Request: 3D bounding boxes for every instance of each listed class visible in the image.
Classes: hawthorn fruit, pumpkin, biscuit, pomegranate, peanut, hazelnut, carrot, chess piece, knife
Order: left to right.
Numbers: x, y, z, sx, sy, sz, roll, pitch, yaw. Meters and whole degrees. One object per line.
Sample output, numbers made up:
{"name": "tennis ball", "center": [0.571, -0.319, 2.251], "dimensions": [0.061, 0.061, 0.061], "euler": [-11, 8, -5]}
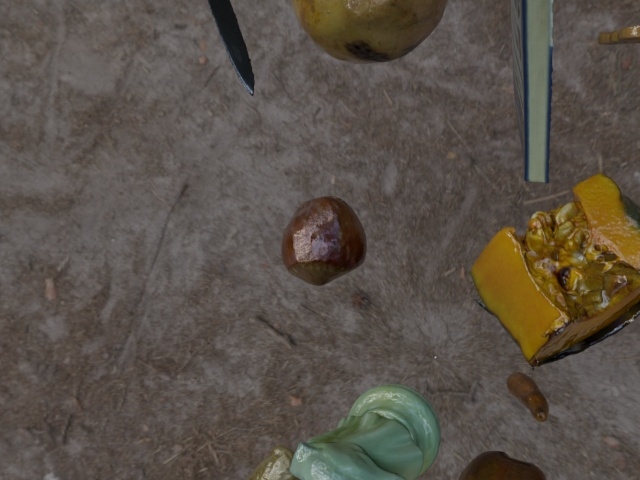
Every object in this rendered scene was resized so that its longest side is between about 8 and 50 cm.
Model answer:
{"name": "knife", "center": [-0.072, -0.166, 0.445], "dimensions": [0.010, 0.023, 0.170], "euler": [-46, 55, 42]}
{"name": "peanut", "center": [-0.110, 0.484, 1.241], "dimensions": [0.099, 0.099, 0.214], "euler": [39, 109, 14]}
{"name": "hazelnut", "center": [0.000, 0.000, 1.014], "dimensions": [0.143, 0.154, 0.143], "euler": [6, 75, -25]}
{"name": "pomegranate", "center": [0.091, -0.472, 1.142], "dimensions": [0.322, 0.322, 0.322], "euler": [-2, 79, 10]}
{"name": "chess piece", "center": [0.084, 0.348, 1.029], "dimensions": [0.175, 0.298, 0.176], "euler": [1, 93, 25]}
{"name": "hawthorn fruit", "center": [0.344, 0.541, 1.209], "dimensions": [0.208, 0.208, 0.248], "euler": [19, 61, 13]}
{"name": "carrot", "center": [0.454, 0.338, 1.370], "dimensions": [0.059, 0.248, 0.059], "euler": [0, 95, 4]}
{"name": "pumpkin", "center": [0.431, 0.057, 1.081], "dimensions": [0.303, 0.256, 0.225], "euler": [-28, 61, 4]}
{"name": "biscuit", "center": [0.626, -0.389, 1.183], "dimensions": [0.143, 0.236, 0.040], "euler": [-9, 104, 4]}

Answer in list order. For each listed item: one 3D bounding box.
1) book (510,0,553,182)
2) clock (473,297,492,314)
{"name": "book", "center": [0.244, -0.322, 0.742], "dimensions": [0.039, 0.428, 0.300], "euler": [-3, 41, 15]}
{"name": "clock", "center": [0.418, 0.172, 1.589], "dimensions": [0.083, 0.074, 0.010], "euler": [40, 90, 4]}
